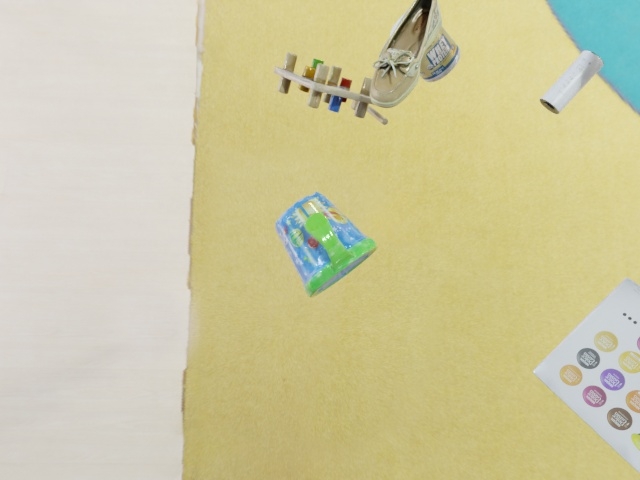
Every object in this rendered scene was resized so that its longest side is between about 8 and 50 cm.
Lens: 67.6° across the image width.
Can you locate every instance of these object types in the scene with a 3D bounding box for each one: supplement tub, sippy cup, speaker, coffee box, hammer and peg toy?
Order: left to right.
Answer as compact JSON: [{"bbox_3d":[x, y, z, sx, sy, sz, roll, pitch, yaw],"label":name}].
[{"bbox_3d":[0.000,0.000,1.311,0.240,0.305,0.224,-30,79,-40],"label":"sippy cup"},{"bbox_3d":[0.064,-0.482,1.520,0.361,0.266,0.127,1,116,-37],"label":"hammer and peg toy"},{"bbox_3d":[0.329,-0.614,1.505,0.200,0.144,0.144,35,78,-30],"label":"supplement tub"},{"bbox_3d":[0.558,-0.351,1.068,0.055,0.055,0.136,41,102,4],"label":"speaker"},{"bbox_3d":[0.819,0.344,1.223,0.334,0.338,0.337,-52,57,14],"label":"coffee box"}]

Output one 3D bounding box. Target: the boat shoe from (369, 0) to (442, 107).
[{"bbox_3d":[0.186,-0.430,1.072,0.104,0.089,0.285,20,76,21],"label":"boat shoe"}]
